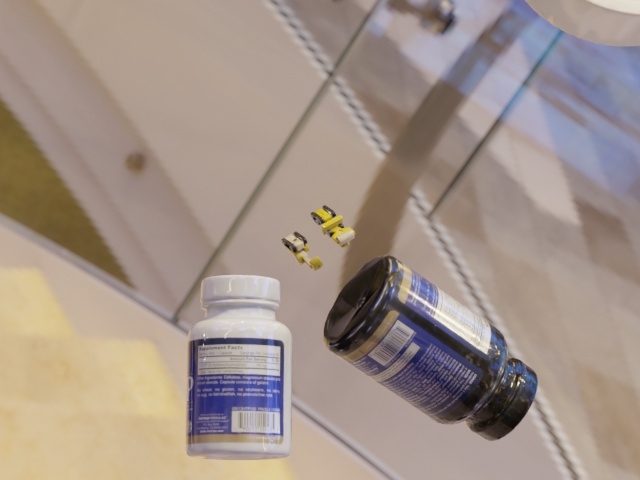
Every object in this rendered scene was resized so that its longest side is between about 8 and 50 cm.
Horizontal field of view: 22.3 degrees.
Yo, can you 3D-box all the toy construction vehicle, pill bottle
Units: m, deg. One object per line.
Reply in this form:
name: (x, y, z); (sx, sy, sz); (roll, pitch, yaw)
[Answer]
toy construction vehicle: (0.000, 0.000, 2.136); (0.086, 0.035, 0.098); (-31, 32, -18)
pill bottle: (-0.085, 0.134, 1.703); (0.112, 0.112, 0.186); (10, 76, -39)
pill bottle: (0.122, 0.121, 1.744); (0.219, 0.123, 0.123); (35, 26, -17)

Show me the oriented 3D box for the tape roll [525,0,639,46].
tape roll: (0.340, -0.361, 1.786); (0.286, 0.286, 0.100); (36, -14, 4)
